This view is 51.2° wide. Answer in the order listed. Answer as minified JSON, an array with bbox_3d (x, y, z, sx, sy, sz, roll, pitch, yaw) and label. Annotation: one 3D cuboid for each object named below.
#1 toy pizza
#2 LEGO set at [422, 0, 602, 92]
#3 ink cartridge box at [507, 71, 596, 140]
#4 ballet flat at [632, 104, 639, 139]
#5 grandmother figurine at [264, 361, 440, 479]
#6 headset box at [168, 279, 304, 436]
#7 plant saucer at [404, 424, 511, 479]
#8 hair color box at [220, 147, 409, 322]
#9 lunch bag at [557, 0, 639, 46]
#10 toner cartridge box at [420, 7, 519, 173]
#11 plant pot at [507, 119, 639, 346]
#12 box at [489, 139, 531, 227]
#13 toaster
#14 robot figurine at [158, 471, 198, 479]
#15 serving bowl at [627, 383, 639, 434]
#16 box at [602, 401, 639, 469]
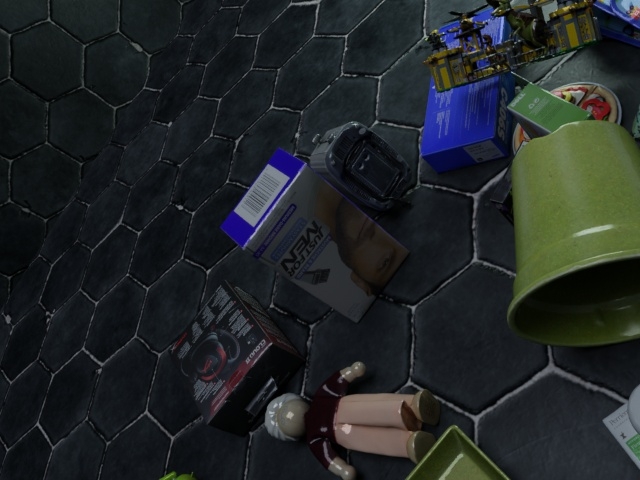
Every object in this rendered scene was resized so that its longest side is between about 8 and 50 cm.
[{"bbox_3d":[0.443,-0.210,1.219,0.201,0.032,0.201,-24,49,31],"label":"toy pizza"},{"bbox_3d":[0.332,-0.399,1.173,0.331,0.255,0.192,-11,100,41],"label":"LEGO set"},{"bbox_3d":[0.394,-0.204,1.151,0.062,0.109,0.209,-47,40,8],"label":"ink cartridge box"},{"bbox_3d":[0.575,-0.254,1.098,0.188,0.070,0.070,-52,40,3],"label":"ballet flat"},{"bbox_3d":[0.041,0.317,1.192,0.342,0.104,0.208,-10,48,36],"label":"grandmother figurine"},{"bbox_3d":[-0.183,0.256,1.436,0.218,0.110,0.293,-52,40,3],"label":"headset box"},{"bbox_3d":[0.209,0.409,0.994,0.188,0.045,0.188,-51,46,3],"label":"plant saucer"},{"bbox_3d":[0.000,0.000,1.261,0.185,0.339,0.110,-54,42,0],"label":"hair color box"},{"bbox_3d":[0.602,-0.468,1.198,0.221,0.138,0.293,-50,53,5],"label":"lunch bag"},{"bbox_3d":[0.314,-0.317,1.385,0.165,0.075,0.348,-9,57,38],"label":"toner cartridge box"},{"bbox_3d":[0.383,-0.018,0.945,0.276,0.276,0.254,-24,52,31],"label":"plant pot"},{"bbox_3d":[0.352,-0.076,1.113,0.029,0.162,0.116,22,80,45],"label":"box"},{"bbox_3d":[0.084,-0.150,1.405,0.129,0.227,0.146,-58,23,-6],"label":"toaster"},{"bbox_3d":[-0.293,0.532,1.384,0.115,0.067,0.101,-42,69,14],"label":"robot figurine"},{"bbox_3d":[0.412,0.203,0.807,0.083,0.027,0.083,-24,49,30],"label":"serving bowl"},{"bbox_3d":[0.441,0.247,0.850,0.101,0.102,0.087,-43,39,13],"label":"box"}]
